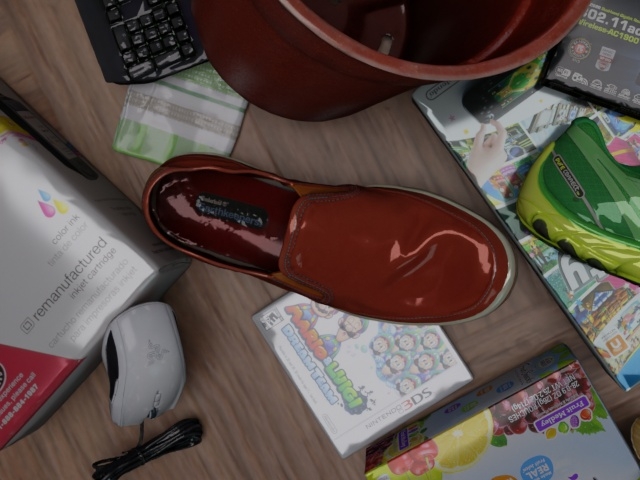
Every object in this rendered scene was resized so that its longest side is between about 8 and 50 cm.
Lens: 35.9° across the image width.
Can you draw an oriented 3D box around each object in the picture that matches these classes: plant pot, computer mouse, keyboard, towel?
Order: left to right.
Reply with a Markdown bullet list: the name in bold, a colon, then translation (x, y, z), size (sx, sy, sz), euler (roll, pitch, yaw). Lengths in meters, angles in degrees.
- **computer mouse**: translation (-0.149, 0.135, 0.846), size (0.106, 0.042, 0.193), euler (-17, 134, -25)
- **keyboard**: translation (-0.147, -0.308, 0.876), size (0.202, 0.033, 0.317), euler (-21, 87, 0)
- **towel**: translation (-0.120, -0.139, 0.900), size (0.113, 0.023, 0.152), euler (18, 95, 5)
- **plant pot**: translation (0.025, -0.215, 0.733), size (0.272, 0.265, 0.272), euler (3, 82, -18)

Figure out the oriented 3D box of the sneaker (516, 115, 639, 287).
- **sneaker**: translation (0.297, -0.006, 0.728), size (0.296, 0.109, 0.123), euler (23, 96, 3)

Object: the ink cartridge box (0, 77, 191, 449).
- **ink cartridge box**: translation (-0.306, -0.001, 0.873), size (0.306, 0.131, 0.226), euler (42, 96, 1)

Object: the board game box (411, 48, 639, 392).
- **board game box**: translation (0.253, -0.064, 0.832), size (0.224, 0.097, 0.303), euler (-36, 90, 7)

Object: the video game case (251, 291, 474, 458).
- **video game case**: translation (0.038, 0.097, 0.899), size (0.143, 0.019, 0.157), euler (-33, 89, 6)

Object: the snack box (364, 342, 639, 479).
- **snack box**: translation (0.169, 0.217, 0.864), size (0.207, 0.070, 0.174), euler (-29, 95, 8)

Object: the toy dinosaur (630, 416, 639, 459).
- **toy dinosaur**: translation (0.293, 0.194, 0.830), size (0.092, 0.183, 0.053), euler (42, 131, -9)

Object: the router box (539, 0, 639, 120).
- **router box**: translation (0.244, -0.145, 0.762), size (0.122, 0.038, 0.092), euler (20, 93, 4)

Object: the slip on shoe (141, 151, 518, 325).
- **slip on shoe**: translation (0.000, 0.000, 0.833), size (0.331, 0.101, 0.123), euler (15, 99, 9)
